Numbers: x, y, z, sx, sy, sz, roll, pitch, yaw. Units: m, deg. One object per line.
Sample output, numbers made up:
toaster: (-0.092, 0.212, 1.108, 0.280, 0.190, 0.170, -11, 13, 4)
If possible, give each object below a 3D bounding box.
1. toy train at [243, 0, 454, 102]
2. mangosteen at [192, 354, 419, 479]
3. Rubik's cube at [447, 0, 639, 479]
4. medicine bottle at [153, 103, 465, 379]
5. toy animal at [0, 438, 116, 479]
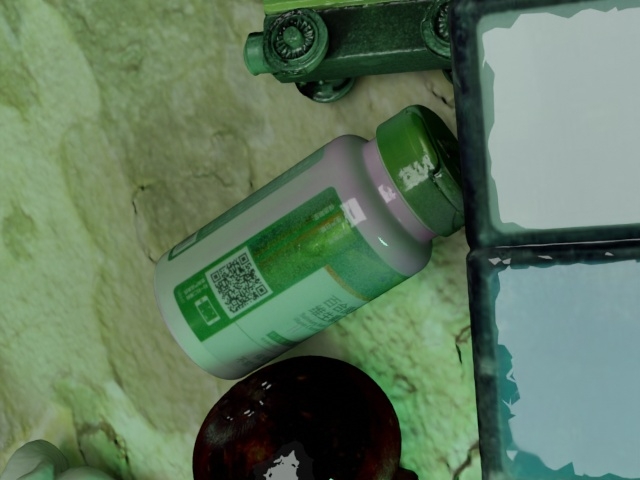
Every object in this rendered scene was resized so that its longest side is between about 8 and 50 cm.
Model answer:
toy train: (0.055, -0.203, 0.925, 0.253, 0.105, 0.157, -3, 77, 21)
mangosteen: (-0.009, 0.196, 0.934, 0.200, 0.200, 0.200, 1, 92, 22)
Rubik's cube: (0.278, -0.010, 0.719, 0.316, 0.313, 0.318, -2, 92, 23)
medicine bottle: (0.000, 0.000, 0.931, 0.274, 0.133, 0.133, -34, 79, 21)
toy animal: (-0.198, 0.272, 1.029, 0.221, 0.131, 0.104, 19, 84, 18)
